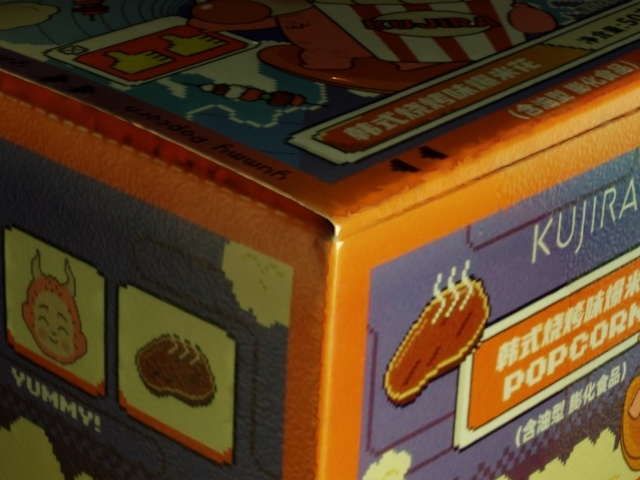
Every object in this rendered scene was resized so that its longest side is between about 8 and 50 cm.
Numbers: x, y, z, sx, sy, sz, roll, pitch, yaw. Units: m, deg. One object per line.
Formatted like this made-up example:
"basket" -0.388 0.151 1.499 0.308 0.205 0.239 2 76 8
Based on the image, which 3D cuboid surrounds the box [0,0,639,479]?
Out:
"box" 0.000 0.000 0.822 0.349 0.319 0.256 -23 124 -42
